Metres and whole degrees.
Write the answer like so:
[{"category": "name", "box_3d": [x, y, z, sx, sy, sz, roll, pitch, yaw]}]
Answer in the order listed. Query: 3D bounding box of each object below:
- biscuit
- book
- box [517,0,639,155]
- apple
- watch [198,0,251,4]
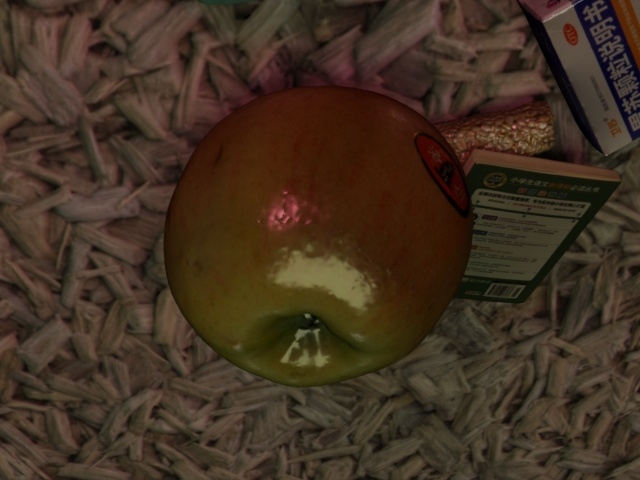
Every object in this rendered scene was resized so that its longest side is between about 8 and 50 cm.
[{"category": "biscuit", "box_3d": [0.207, -0.124, 1.017, 0.168, 0.082, 0.070, -13, 116, 8]}, {"category": "book", "box_3d": [0.237, -0.007, 1.073, 0.202, 0.027, 0.264, 7, 139, -15]}, {"category": "box", "box_3d": [0.407, -0.263, 0.934, 0.299, 0.106, 0.200, -29, 121, 14]}, {"category": "apple", "box_3d": [0.000, 0.000, 0.915, 0.338, 0.305, 0.339, 11, 135, 11]}, {"category": "watch", "box_3d": [-0.071, -0.349, 0.851, 0.237, 0.068, 0.195, -5, 121, 2]}]
